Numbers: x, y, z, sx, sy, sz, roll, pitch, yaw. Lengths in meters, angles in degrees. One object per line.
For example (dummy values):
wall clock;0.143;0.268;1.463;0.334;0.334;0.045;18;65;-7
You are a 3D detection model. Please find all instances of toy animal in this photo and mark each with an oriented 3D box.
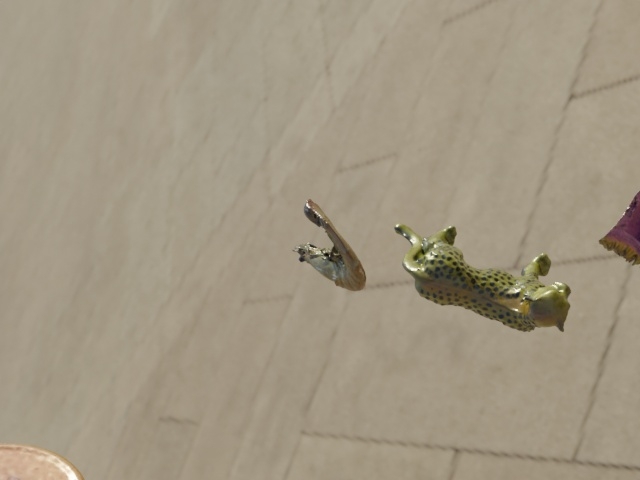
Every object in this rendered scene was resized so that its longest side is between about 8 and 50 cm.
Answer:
toy animal;0.142;0.035;1.238;0.136;0.181;0.073;-40;-28;-74

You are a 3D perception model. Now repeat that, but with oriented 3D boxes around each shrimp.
shrimp;0.000;0.000;1.113;0.023;0.083;0.114;-34;26;-18

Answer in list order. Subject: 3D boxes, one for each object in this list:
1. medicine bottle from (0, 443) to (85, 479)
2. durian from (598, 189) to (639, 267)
medicine bottle;-0.169;0.228;0.729;0.149;0.112;0.222;-44;-37;-50
durian;0.475;-0.060;1.739;0.260;0.154;0.186;-49;9;3
